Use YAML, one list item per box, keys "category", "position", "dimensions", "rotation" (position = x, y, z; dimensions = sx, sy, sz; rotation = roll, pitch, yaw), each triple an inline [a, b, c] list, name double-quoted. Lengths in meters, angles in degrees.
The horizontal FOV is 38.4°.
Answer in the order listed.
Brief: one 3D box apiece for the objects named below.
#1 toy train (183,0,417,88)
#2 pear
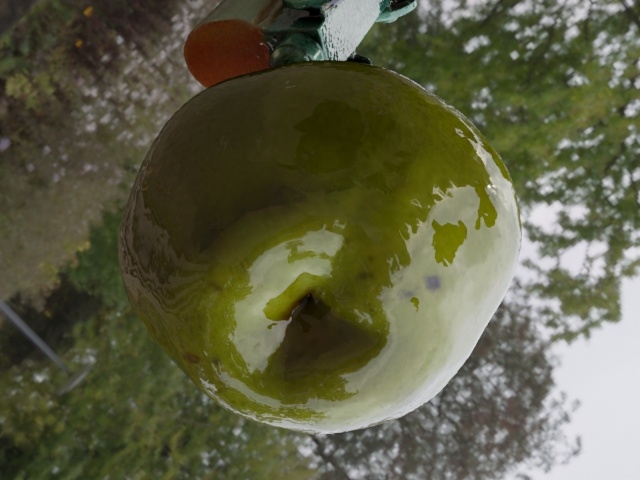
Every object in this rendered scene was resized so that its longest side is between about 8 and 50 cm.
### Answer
- category: "toy train"
  position: [-0.014, -0.228, 0.883]
  dimensions: [0.177, 0.116, 0.285]
  rotation: [1, -142, 24]
- category: "pear"
  position: [0.000, 0.000, 0.678]
  dimensions: [0.294, 0.294, 0.294]
  rotation: [-37, -165, 12]
